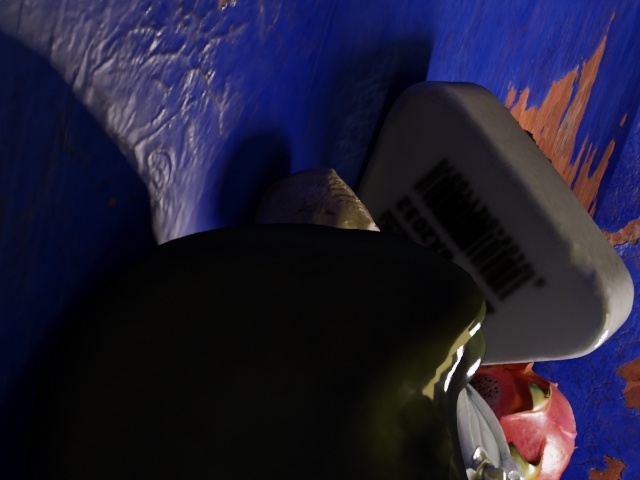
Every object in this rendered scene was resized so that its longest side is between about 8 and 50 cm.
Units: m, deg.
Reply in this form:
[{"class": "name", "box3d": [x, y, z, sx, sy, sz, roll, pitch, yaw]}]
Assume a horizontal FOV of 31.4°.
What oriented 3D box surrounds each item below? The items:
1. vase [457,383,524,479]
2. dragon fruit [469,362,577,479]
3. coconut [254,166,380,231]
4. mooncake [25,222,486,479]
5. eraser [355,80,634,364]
[{"class": "vase", "box3d": [0.110, 0.294, 1.210, 0.445, 0.249, 0.250, -123, -130, -68]}, {"class": "dragon fruit", "box3d": [0.311, 0.333, 2.050, 0.189, 0.290, 0.291, 35, 77, -35]}, {"class": "coconut", "box3d": [0.000, 0.000, 1.006, 0.110, 0.110, 0.124, -61, 157, -15]}, {"class": "mooncake", "box3d": [-0.025, 0.162, 0.785, 0.351, 0.351, 0.187, -60, 164, -19]}, {"class": "eraser", "box3d": [0.183, 0.020, 1.223, 0.150, 0.331, 0.331, -17, 129, -65]}]
